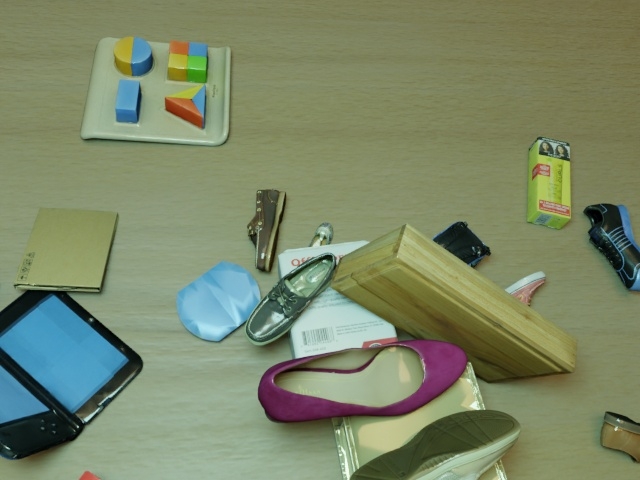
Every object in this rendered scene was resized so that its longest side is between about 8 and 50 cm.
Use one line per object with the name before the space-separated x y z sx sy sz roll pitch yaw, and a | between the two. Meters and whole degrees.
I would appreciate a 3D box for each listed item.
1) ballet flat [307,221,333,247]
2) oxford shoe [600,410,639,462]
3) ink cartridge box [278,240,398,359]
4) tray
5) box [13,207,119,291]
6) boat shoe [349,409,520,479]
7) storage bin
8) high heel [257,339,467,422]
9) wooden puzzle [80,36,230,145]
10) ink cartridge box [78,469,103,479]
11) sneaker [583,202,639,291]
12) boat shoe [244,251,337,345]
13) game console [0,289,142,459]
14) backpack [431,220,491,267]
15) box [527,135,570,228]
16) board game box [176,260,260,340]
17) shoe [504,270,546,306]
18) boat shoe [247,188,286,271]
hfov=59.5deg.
ballet flat | 0.000 0.000 1.243 0.041 0.041 0.114 23 62 6
oxford shoe | 0.648 0.404 1.098 0.213 0.076 0.075 18 91 1
ink cartridge box | 0.031 0.152 1.122 0.197 0.114 0.272 -7 64 -9
tray | 0.240 0.134 1.016 0.411 0.203 0.076 32 59 -19
box | -0.522 0.016 1.164 0.165 0.021 0.201 3 51 -8
boat shoe | 0.192 0.371 0.903 0.303 0.109 0.098 -21 106 -17
storage bin | 0.171 0.374 1.016 0.263 0.123 0.260 -7 64 -10
high heel | 0.087 0.222 0.914 0.378 0.181 0.127 -15 65 -14
wooden puzzle | -0.399 -0.386 1.380 0.348 0.080 0.321 0 62 -7
ink cartridge box | -0.327 0.498 0.915 0.231 0.078 0.134 31 62 10
sneaker | 0.678 0.013 1.297 0.091 0.081 0.232 2 55 -3
boat shoe | -0.054 0.098 1.037 0.224 0.073 0.080 -41 71 -20
game console | -0.521 0.209 1.003 0.293 0.250 0.173 35 90 12
backpack | 0.292 0.029 1.235 0.114 0.084 0.105 -28 68 -25
box | 0.560 -0.145 1.375 0.088 0.058 0.232 14 62 0
board game box | -0.207 0.128 1.156 0.169 0.033 0.133 -37 77 -17
shoe | 0.428 0.138 1.209 0.178 0.063 0.081 -26 69 -13
boat shoe | -0.124 -0.025 1.227 0.073 0.073 0.206 8 54 -1
